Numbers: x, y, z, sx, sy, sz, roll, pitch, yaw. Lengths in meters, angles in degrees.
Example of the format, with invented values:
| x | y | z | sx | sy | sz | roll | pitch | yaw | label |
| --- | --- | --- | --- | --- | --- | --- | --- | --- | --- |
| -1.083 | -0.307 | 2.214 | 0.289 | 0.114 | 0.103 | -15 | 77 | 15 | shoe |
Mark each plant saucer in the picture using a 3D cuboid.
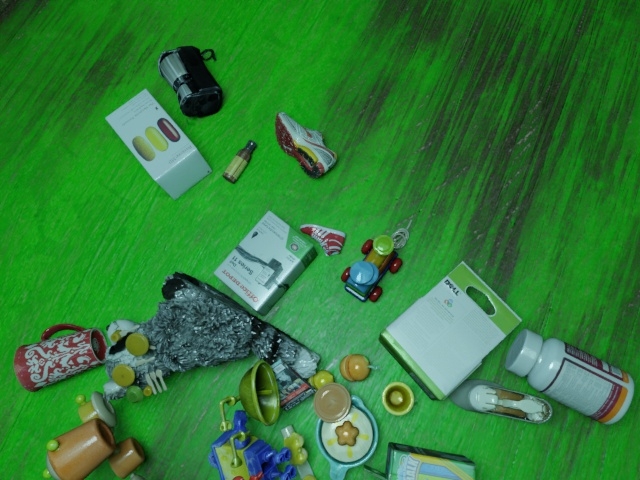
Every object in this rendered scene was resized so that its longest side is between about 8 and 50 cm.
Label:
| x | y | z | sx | sy | sz | roll | pitch | yaw | label |
| --- | --- | --- | --- | --- | --- | --- | --- | --- | --- |
| 0.024 | 0.347 | 0.975 | 0.083 | 0.013 | 0.084 | -9 | 57 | 14 | plant saucer |

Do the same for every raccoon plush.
| x | y | z | sx | sy | sz | roll | pitch | yaw | label |
| --- | --- | --- | --- | --- | --- | --- | --- | --- | --- |
| -0.265 | 0.275 | 0.999 | 0.446 | 0.216 | 0.299 | 29 | 84 | 16 | raccoon plush |

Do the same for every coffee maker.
| x | y | z | sx | sy | sz | roll | pitch | yaw | label |
| --- | --- | --- | --- | --- | --- | --- | --- | --- | --- |
| -0.345 | -0.453 | 1.280 | 0.171 | 0.120 | 0.178 | -31 | 73 | -6 | coffee maker |

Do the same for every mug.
| x | y | z | sx | sy | sz | roll | pitch | yaw | label |
| --- | --- | --- | --- | --- | --- | --- | --- | --- | --- |
| -0.612 | 0.259 | 1.082 | 0.169 | 0.113 | 0.150 | -18 | 73 | -4 | mug |

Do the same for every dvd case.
| x | y | z | sx | sy | sz | roll | pitch | yaw | label |
| --- | --- | --- | --- | --- | --- | --- | --- | --- | --- |
| -0.079 | 0.315 | 0.984 | 0.087 | 0.013 | 0.119 | -38 | 117 | 12 | dvd case |

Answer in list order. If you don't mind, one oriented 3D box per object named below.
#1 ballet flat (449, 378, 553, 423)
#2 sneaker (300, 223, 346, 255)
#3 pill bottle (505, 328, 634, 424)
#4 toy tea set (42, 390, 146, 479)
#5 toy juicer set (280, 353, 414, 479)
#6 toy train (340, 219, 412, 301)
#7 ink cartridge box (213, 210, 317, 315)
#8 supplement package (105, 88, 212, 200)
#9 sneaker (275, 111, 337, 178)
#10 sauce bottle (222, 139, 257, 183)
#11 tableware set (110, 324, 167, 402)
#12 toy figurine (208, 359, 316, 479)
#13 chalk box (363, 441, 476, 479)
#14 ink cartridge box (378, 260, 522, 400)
| x | y | z | sx | sy | sz | roll | pitch | yaw | label |
| --- | --- | --- | --- | --- | --- | --- | --- | --- | --- |
| 0.392 | 0.347 | 0.988 | 0.213 | 0.068 | 0.072 | 10 | 73 | 8 | ballet flat |
| 0.000 | 0.000 | 1.146 | 0.118 | 0.042 | 0.067 | 12 | 70 | 6 | sneaker |
| 0.522 | 0.284 | 0.969 | 0.221 | 0.121 | 0.121 | 26 | 76 | 13 | pill bottle |
| -0.425 | 0.479 | 0.912 | 0.124 | 0.200 | 0.336 | -33 | 99 | -14 | toy tea set |
| 0.029 | 0.394 | 0.993 | 0.209 | 0.089 | 0.329 | 41 | 80 | 15 | toy juicer set |
| 0.149 | 0.021 | 1.073 | 0.105 | 0.143 | 0.248 | 34 | 78 | 14 | toy train |
| -0.133 | 0.057 | 1.115 | 0.153 | 0.087 | 0.208 | 37 | 80 | 15 | ink cartridge box |
| -0.426 | -0.253 | 1.215 | 0.139 | 0.134 | 0.244 | -40 | 74 | -8 | supplement package |
| -0.045 | -0.263 | 1.223 | 0.092 | 0.088 | 0.225 | -31 | 71 | -27 | sneaker |
| -0.216 | -0.215 | 1.235 | 0.042 | 0.042 | 0.128 | 30 | 75 | 13 | sauce bottle |
| -0.377 | 0.250 | 0.922 | 0.104 | 0.024 | 0.154 | -23 | 94 | 6 | tableware set |
| -0.174 | 0.441 | 0.927 | 0.217 | 0.191 | 0.363 | -12 | 97 | 34 | toy figurine |
| 0.192 | 0.495 | 0.925 | 0.212 | 0.132 | 0.132 | 6 | 73 | 8 | chalk box |
| 0.288 | 0.205 | 1.030 | 0.255 | 0.097 | 0.189 | -39 | 73 | -10 | ink cartridge box |
